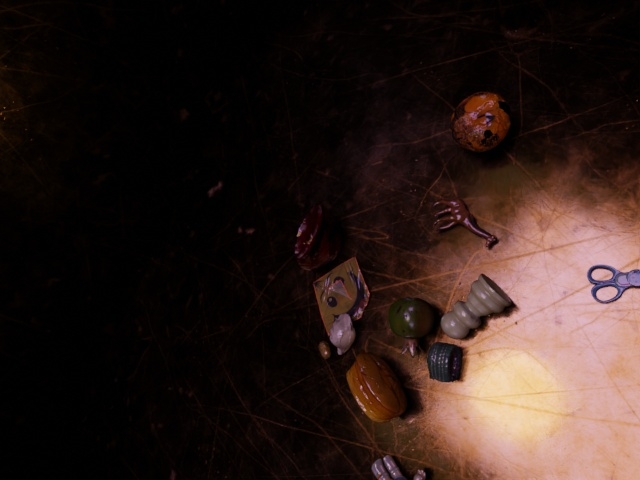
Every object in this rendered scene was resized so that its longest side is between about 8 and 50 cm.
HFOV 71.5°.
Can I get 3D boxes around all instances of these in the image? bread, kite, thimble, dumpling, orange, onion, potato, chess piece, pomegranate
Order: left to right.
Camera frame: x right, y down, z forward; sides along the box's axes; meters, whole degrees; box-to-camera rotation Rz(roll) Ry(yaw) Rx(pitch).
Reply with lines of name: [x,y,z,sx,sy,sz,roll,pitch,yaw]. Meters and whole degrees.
onion: [0.000,0.000,2.019,0.146,0.280,0.314,21,88,25]
potato: [0.020,0.484,1.971,0.051,0.040,0.083,-41,53,30]
kite: [0.080,0.246,2.024,0.327,0.013,0.378,21,91,40]
dumpling: [0.086,0.396,1.915,0.127,0.108,0.188,36,121,51]
bread: [0.216,0.558,1.704,0.143,0.195,0.270,-53,48,22]
pomegranate: [0.349,0.329,1.706,0.181,0.181,0.224,-2,94,36]
thimble: [0.451,0.441,1.616,0.090,0.118,0.135,1,91,42]
chess piece: [0.544,0.257,1.605,0.251,0.144,0.144,-49,52,19]
orange: [0.629,-0.463,1.749,0.234,0.182,0.234,-3,84,33]

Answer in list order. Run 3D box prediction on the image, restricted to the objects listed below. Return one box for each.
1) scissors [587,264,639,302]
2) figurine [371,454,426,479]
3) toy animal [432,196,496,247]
scissors: [0.982,0.118,1.383,0.256,0.030,0.125,-16,67,34]
figurine: [0.337,0.922,1.537,0.382,0.224,0.205,-129,49,-61]
toy animal: [0.559,-0.070,1.742,0.229,0.066,0.224,-9,69,29]
